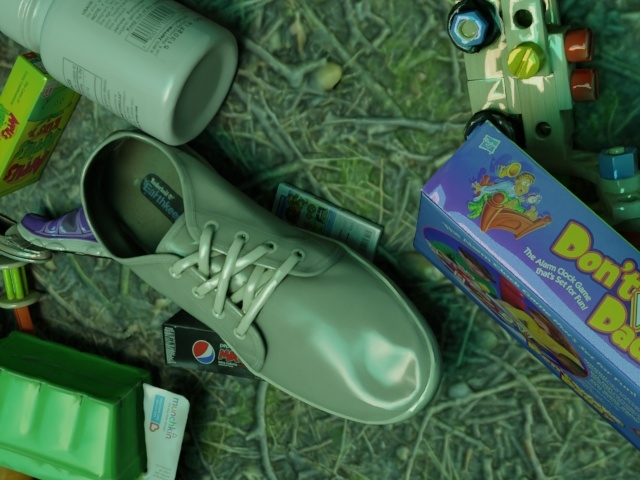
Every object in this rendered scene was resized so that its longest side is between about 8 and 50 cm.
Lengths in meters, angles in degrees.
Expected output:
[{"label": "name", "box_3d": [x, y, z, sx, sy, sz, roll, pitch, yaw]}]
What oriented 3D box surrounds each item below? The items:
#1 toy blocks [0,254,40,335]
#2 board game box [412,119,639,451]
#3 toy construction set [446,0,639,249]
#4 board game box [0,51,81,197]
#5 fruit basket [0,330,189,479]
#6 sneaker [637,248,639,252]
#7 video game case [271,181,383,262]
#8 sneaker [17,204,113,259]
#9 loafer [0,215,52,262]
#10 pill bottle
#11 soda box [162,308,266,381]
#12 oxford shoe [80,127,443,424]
[{"label": "toy blocks", "box_3d": [-0.399, 0.089, 1.394, 0.123, 0.054, 0.148, 3, 110, 25]}, {"label": "board game box", "box_3d": [0.231, 0.072, 0.924, 0.347, 0.233, 0.078, 43, 85, 9]}, {"label": "toy construction set", "box_3d": [0.220, -0.155, 0.951, 0.215, 0.151, 0.327, -2, 97, 27]}, {"label": "board game box", "box_3d": [-0.326, -0.132, 1.253, 0.043, 0.092, 0.181, 39, 121, 7]}, {"label": "fruit basket", "box_3d": [-0.329, 0.296, 1.360, 0.327, 0.165, 0.353, 15, 115, 11]}, {"label": "sneaker", "box_3d": [0.329, 0.071, 1.000, 0.282, 0.102, 0.161, 19, 121, 21]}, {"label": "video game case", "box_3d": [0.000, 0.000, 1.187, 0.122, 0.011, 0.087, 25, 118, 16]}, {"label": "sneaker", "box_3d": [-0.273, -0.017, 1.299, 0.170, 0.068, 0.071, 6, 85, 26]}, {"label": "loafer", "box_3d": [-0.377, -0.008, 1.354, 0.125, 0.045, 0.039, 19, 113, 23]}, {"label": "pill bottle", "box_3d": [-0.211, -0.204, 1.146, 0.229, 0.131, 0.131, 30, 119, 13]}, {"label": "soda box", "box_3d": [-0.089, 0.115, 1.246, 0.169, 0.060, 0.053, 7, 112, 23]}, {"label": "oxford shoe", "box_3d": [-0.078, 0.035, 1.133, 0.449, 0.130, 0.169, 37, 100, 15]}]
